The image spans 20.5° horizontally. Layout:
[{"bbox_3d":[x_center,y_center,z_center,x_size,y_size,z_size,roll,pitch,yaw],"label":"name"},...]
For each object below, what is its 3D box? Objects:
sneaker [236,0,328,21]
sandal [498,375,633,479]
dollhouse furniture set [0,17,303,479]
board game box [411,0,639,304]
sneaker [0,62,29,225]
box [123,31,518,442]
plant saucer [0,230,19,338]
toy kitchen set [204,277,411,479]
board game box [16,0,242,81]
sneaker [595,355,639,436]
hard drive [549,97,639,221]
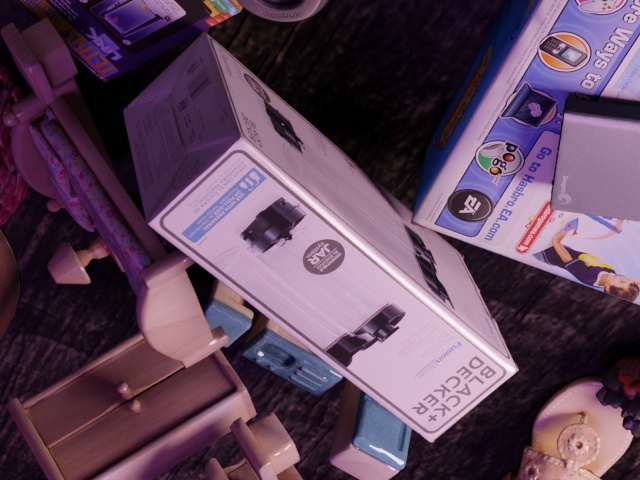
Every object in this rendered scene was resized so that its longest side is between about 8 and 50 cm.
[{"bbox_3d":[-0.036,-0.270,1.094,0.101,0.106,0.267,7,131,17],"label":"sneaker"},{"bbox_3d":[0.213,0.221,1.586,0.088,0.079,0.240,20,139,-7],"label":"sandal"},{"bbox_3d":[-0.166,0.072,1.306,0.174,0.303,0.355,-32,149,-10],"label":"dollhouse furniture set"},{"bbox_3d":[0.259,-0.081,1.230,0.302,0.086,0.308,20,139,-7],"label":"board game box"},{"bbox_3d":[-0.332,-0.125,1.335,0.112,0.121,0.299,-10,128,45],"label":"sneaker"},{"bbox_3d":[0.000,0.000,1.256,0.087,0.169,0.290,-43,122,14],"label":"box"},{"bbox_3d":[-0.416,0.060,1.526,0.310,0.050,0.310,-7,135,-7],"label":"plant saucer"},{"bbox_3d":[0.018,0.078,1.448,0.207,0.122,0.166,30,137,-18],"label":"toy kitchen set"},{"bbox_3d":[-0.155,-0.203,1.239,0.141,0.048,0.170,-21,129,36],"label":"board game box"},{"bbox_3d":[0.358,0.124,1.428,0.276,0.135,0.097,11,158,39],"label":"sneaker"},{"bbox_3d":[0.226,-0.049,1.191,0.135,0.022,0.094,8,139,7],"label":"hard drive"}]
